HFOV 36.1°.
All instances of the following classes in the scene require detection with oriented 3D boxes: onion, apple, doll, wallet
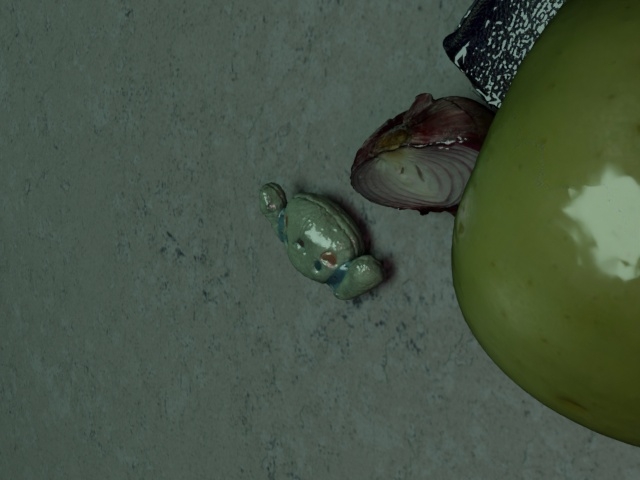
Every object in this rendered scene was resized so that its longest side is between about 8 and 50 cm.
[{"bbox_3d":[0.128,-0.094,1.048,0.206,0.151,0.098,-7,57,46],"label":"onion"},{"bbox_3d":[0.273,-0.019,0.690,0.357,0.357,0.357,10,103,48],"label":"apple"},{"bbox_3d":[0.000,0.000,1.230,0.214,0.071,0.103,39,136,29],"label":"doll"},{"bbox_3d":[0.256,-0.185,0.917,0.262,0.071,0.221,54,127,25],"label":"wallet"}]
